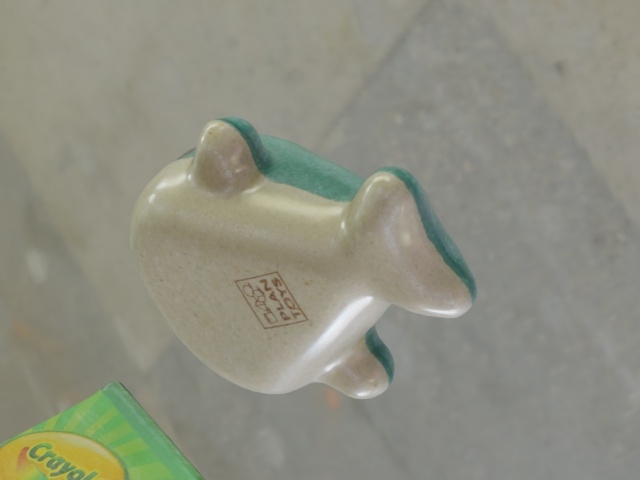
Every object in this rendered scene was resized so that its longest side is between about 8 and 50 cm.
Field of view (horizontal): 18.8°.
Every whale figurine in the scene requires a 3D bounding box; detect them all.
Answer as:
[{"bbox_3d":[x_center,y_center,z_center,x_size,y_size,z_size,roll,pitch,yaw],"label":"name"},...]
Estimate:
[{"bbox_3d":[0.000,0.000,1.261,0.272,0.141,0.216,-12,115,50],"label":"whale figurine"}]

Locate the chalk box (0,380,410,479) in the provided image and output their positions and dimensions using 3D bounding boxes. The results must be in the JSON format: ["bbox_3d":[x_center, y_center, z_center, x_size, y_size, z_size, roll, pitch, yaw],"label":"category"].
[{"bbox_3d":[-0.055,0.133,0.441,0.132,0.213,0.132,40,153,56],"label":"chalk box"}]
